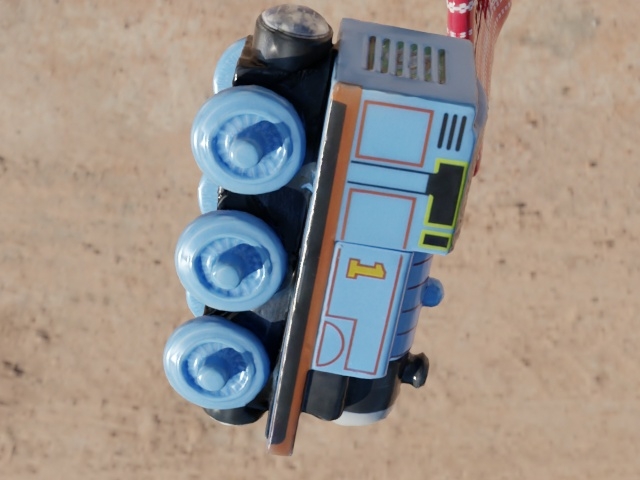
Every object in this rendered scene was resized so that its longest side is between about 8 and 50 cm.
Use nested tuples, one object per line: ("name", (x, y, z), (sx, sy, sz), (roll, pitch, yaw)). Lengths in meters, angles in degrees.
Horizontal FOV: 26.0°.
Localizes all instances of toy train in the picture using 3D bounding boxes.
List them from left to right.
("toy train", (0.000, 0.000, 0.537), (0.105, 0.080, 0.184), (10, 119, 0))

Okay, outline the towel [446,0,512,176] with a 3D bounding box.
("towel", (0.094, -0.202, 0.812), (0.031, 0.199, 0.275), (3, 129, 10))
